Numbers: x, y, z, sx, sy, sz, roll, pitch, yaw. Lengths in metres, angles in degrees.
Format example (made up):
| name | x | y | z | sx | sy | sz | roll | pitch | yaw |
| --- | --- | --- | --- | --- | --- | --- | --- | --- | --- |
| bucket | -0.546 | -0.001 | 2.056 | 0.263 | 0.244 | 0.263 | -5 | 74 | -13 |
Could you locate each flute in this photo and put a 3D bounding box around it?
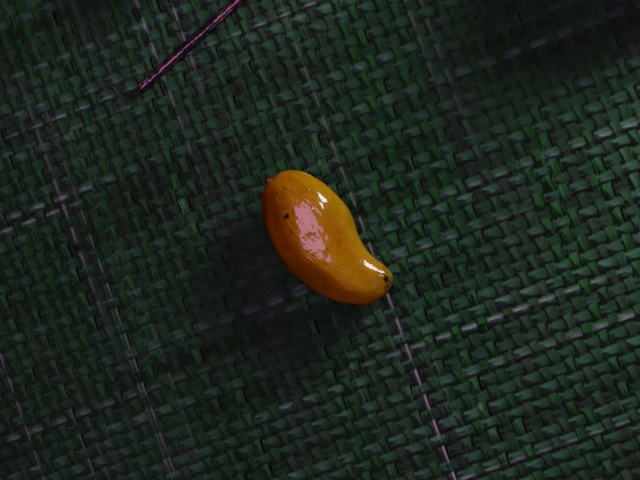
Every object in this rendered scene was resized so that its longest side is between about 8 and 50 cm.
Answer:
| name | x | y | z | sx | sy | sz | roll | pitch | yaw |
| --- | --- | --- | --- | --- | --- | --- | --- | --- | --- |
| flute | -0.114 | -0.266 | 1.901 | 0.269 | 0.014 | 0.014 | -41 | 84 | 6 |

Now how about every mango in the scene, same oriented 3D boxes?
| name | x | y | z | sx | sy | sz | roll | pitch | yaw |
| --- | --- | --- | --- | --- | --- | --- | --- | --- | --- |
| mango | 0.000 | 0.000 | 1.854 | 0.098 | 0.075 | 0.190 | -39 | 91 | 13 |
